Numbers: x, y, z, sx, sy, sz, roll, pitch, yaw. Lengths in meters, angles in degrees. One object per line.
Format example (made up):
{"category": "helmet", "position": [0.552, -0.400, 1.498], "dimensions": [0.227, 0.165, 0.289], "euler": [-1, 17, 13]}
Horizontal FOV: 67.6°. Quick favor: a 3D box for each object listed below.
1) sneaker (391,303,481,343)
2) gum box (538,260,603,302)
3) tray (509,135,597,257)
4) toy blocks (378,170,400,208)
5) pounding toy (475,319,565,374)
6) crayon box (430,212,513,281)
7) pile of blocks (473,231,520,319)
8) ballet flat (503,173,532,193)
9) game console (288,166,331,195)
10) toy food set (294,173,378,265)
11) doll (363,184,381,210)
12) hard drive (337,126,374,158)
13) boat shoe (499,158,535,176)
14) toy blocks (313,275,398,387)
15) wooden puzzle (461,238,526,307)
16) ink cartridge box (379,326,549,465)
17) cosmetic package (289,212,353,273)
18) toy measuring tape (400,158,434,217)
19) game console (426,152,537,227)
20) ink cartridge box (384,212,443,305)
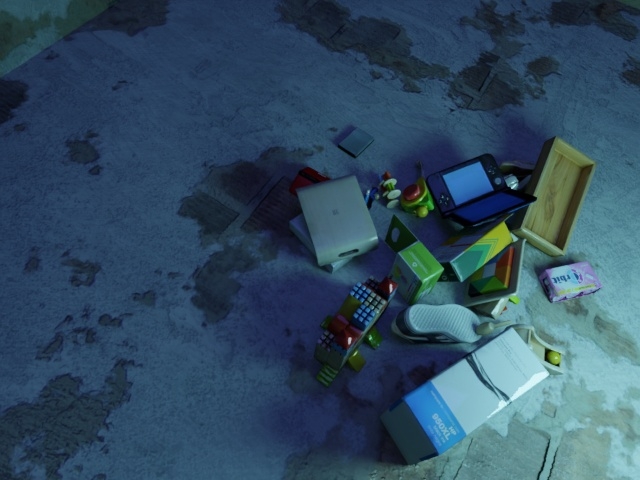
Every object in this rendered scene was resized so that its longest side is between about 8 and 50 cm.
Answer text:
{"category": "sneaker", "position": [0.374, 0.272, 1.554], "dimensions": [0.320, 0.127, 0.126], "euler": [14, 61, -26]}
{"category": "gum box", "position": [0.886, 0.149, 1.706], "dimensions": [0.188, 0.062, 0.107], "euler": [-10, 60, -12]}
{"category": "tray", "position": [0.879, -0.166, 1.801], "dimensions": [0.202, 0.076, 0.411], "euler": [29, 76, -9]}
{"category": "toy blocks", "position": [0.256, -0.214, 1.825], "dimensions": [0.054, 0.123, 0.148], "euler": [-16, 62, -3]}
{"category": "pounding toy", "position": [0.648, 0.307, 1.511], "dimensions": [0.269, 0.154, 0.155], "euler": [25, 59, -6]}
{"category": "crayon box", "position": [0.510, 0.029, 1.653], "dimensions": [0.322, 0.203, 0.083], "euler": [-33, 98, -22]}
{"category": "pile of blocks", "position": [0.652, 0.127, 1.648], "dimensions": [0.112, 0.149, 0.362], "euler": [36, 61, -17]}
{"category": "ballet flat", "position": [0.780, -0.213, 1.884], "dimensions": [0.347, 0.123, 0.123], "euler": [-5, 60, -8]}
{"category": "game console", "position": [-0.028, -0.209, 1.856], "dimensions": [0.143, 0.085, 0.124], "euler": [31, 30, 12]}
{"category": "toy food set", "position": [0.053, -0.079, 1.673], "dimensions": [0.219, 0.092, 0.307], "euler": [-15, 68, -7]}
{"category": "doll", "position": [0.171, -0.137, 1.770], "dimensions": [0.046, 0.129, 0.189], "euler": [22, 45, 14]}
{"category": "hard drive", "position": [0.148, -0.407, 1.989], "dimensions": [0.094, 0.022, 0.135], "euler": [36, 62, 15]}
{"category": "boat shoe", "position": [0.812, -0.305, 1.977], "dimensions": [0.169, 0.063, 0.059], "euler": [7, 55, -12]}
{"category": "toy blocks", "position": [0.112, 0.236, 1.457], "dimensions": [0.190, 0.261, 0.381], "euler": [35, 61, 15]}
{"category": "wooden puzzle", "position": [0.578, 0.107, 1.613], "dimensions": [0.044, 0.221, 0.239], "euler": [37, 57, -17]}
{"category": "ink cartridge box", "position": [0.393, 0.441, 1.347], "dimensions": [0.394, 0.286, 0.166], "euler": [-26, 66, -19]}
{"category": "cosmetic package", "position": [0.000, 0.000, 1.705], "dimensions": [0.098, 0.061, 0.239], "euler": [-33, 67, -25]}
{"category": "toy measuring tape", "position": [0.362, -0.195, 1.850], "dimensions": [0.121, 0.122, 0.330], "euler": [5, 42, -3]}
{"category": "game console", "position": [0.577, -0.189, 1.735], "dimensions": [0.292, 0.173, 0.251], "euler": [-21, 82, -10]}
{"category": "ink cartridge box", "position": [0.279, 0.066, 1.621], "dimensions": [0.096, 0.189, 0.255], "euler": [-29, 65, -19]}
